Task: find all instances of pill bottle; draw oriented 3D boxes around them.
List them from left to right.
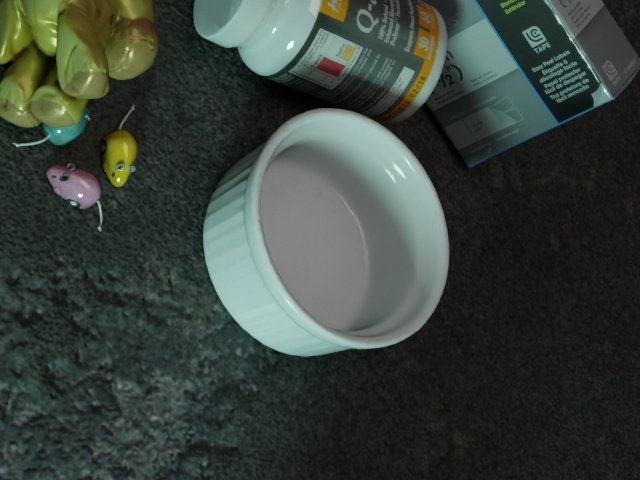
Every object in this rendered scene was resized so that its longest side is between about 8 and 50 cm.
[{"bbox_3d":[0.001,-0.252,1.852,0.278,0.162,0.162,20,64,-33],"label":"pill bottle"}]

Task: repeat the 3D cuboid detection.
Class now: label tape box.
[{"bbox_3d":[0.199,-0.292,1.958,0.347,0.249,0.115,53,46,-12],"label":"label tape box"}]

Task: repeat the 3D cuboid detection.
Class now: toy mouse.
[{"bbox_3d":[-0.259,-0.094,1.679,0.143,0.031,0.161,14,67,-34],"label":"toy mouse"}]

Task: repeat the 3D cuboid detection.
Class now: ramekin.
[{"bbox_3d":[0.000,0.000,1.783,0.277,0.135,0.277,14,67,-35],"label":"ramekin"}]

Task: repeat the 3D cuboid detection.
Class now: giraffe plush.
[{"bbox_3d":[-0.245,-0.226,1.655,0.170,0.181,0.210,-8,97,-51],"label":"giraffe plush"}]
